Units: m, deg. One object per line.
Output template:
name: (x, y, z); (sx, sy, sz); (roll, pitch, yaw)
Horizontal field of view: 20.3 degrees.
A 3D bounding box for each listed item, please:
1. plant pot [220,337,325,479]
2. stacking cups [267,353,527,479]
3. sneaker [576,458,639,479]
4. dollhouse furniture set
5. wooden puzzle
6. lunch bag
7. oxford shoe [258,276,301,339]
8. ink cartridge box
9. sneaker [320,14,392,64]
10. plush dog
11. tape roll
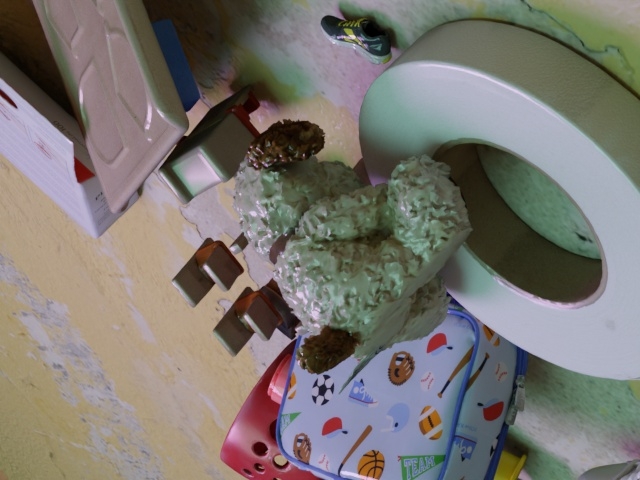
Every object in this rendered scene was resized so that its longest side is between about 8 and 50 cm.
plant pot: (-0.007, 0.245, 2.284); (0.174, 0.191, 0.191); (30, 152, 9)
stacking cups: (0.088, 0.227, 2.141); (0.316, 0.096, 0.096); (27, 151, 8)
sneaker: (0.368, 0.236, 1.831); (0.290, 0.106, 0.123); (-4, 116, 48)
dollhouse furniture set: (-0.048, -0.030, 1.984); (0.262, 0.135, 0.259); (-27, 108, 39)
wooden puzzle: (-0.223, -0.225, 1.939); (0.322, 0.080, 0.348); (69, 160, 8)
lunch bag: (0.093, 0.167, 1.989); (0.115, 0.243, 0.303); (21, 173, -42)
oxford shoe: (-0.038, 0.072, 2.212); (0.076, 0.076, 0.212); (43, 170, 0)
ink cartridge box: (-0.373, -0.179, 2.223); (0.308, 0.091, 0.385); (42, 165, 9)
sneaker: (0.037, -0.205, 1.744); (0.083, 0.031, 0.035); (29, 136, 22)
plush dog: (0.000, 0.000, 1.744); (0.225, 0.210, 0.262); (47, 157, 21)
tape roll: (0.206, -0.032, 1.694); (0.392, 0.072, 0.392); (34, 152, 21)
